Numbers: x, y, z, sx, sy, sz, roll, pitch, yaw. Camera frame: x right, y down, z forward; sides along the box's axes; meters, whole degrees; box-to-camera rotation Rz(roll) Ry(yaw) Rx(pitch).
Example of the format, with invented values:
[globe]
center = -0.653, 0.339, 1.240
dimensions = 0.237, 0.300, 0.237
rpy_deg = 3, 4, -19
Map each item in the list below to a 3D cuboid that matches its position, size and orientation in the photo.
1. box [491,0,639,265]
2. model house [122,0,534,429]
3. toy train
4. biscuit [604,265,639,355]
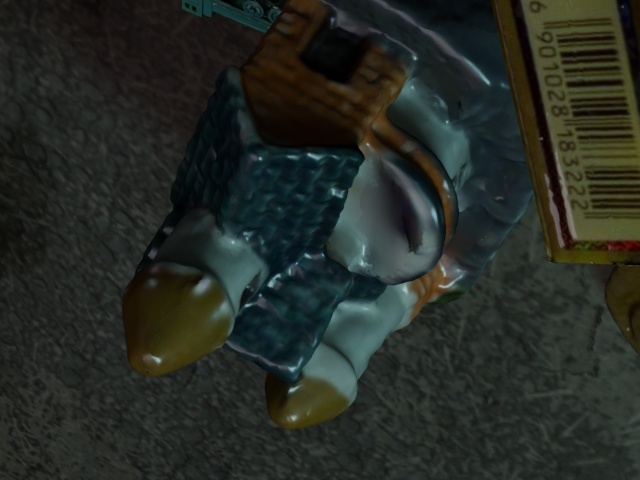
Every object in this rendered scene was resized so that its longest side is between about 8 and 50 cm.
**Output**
[box]
center = 0.149, -0.163, 0.819
dimensions = 0.084, 0.193, 0.302
rpy_deg = 0, 116, 35
[model house]
center = 0.000, 0.000, 1.036
dimensions = 0.190, 0.301, 0.271
rpy_deg = 32, 138, 4
[toy train]
center = -0.051, -0.155, 1.139
dimensions = 0.092, 0.029, 0.045
rpy_deg = 24, 146, 13
[biscuit]
center = 0.296, 0.015, 1.028
dimensions = 0.314, 0.063, 0.367
rpy_deg = -19, 116, 43
